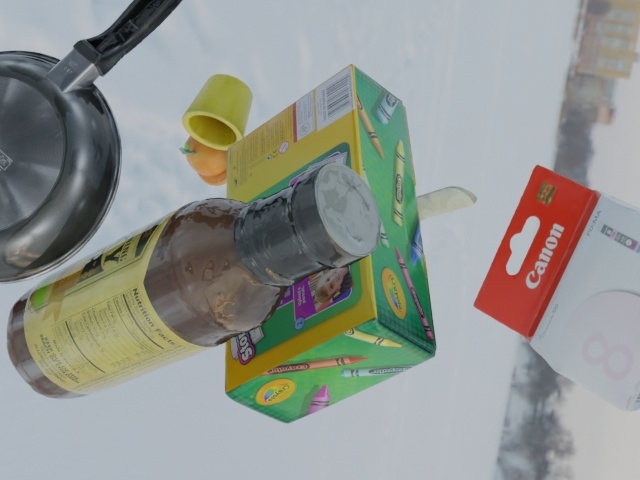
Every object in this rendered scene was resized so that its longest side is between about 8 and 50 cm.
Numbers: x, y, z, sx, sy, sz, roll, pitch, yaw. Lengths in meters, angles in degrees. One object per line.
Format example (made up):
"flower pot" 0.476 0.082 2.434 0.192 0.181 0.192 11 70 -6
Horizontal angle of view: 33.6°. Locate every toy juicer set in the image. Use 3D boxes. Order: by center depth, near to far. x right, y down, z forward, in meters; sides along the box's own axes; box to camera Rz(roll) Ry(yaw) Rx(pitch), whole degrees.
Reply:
"toy juicer set" -0.015 -0.052 1.214 0.209 0.329 0.089 131 -20 -62

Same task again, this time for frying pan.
"frying pan" -0.201 -0.093 0.849 0.197 0.326 0.053 63 3 13

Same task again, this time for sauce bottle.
"sauce bottle" -0.104 0.033 0.817 0.111 0.344 0.111 30 49 -41

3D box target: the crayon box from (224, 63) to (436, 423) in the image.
"crayon box" 0.000 0.000 0.932 0.081 0.165 0.278 31 42 -38

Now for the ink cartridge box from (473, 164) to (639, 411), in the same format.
"ink cartridge box" 0.277 0.043 1.128 0.066 0.232 0.189 5 111 -56
